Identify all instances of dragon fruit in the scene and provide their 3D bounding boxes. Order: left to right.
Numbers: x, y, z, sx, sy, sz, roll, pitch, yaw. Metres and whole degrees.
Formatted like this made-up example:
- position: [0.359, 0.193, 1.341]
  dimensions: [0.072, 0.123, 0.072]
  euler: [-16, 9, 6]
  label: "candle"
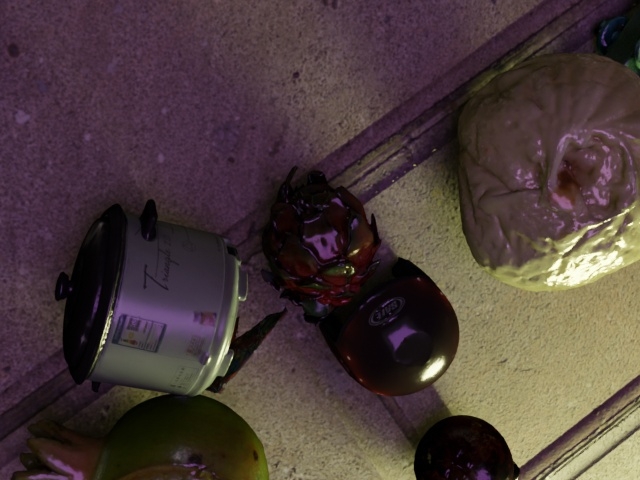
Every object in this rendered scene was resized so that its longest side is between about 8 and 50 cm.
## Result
- position: [0.000, 0.006, 1.367]
  dimensions: [0.182, 0.182, 0.189]
  euler: [-3, 143, -17]
  label: "dragon fruit"

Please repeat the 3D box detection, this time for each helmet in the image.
- position: [0.111, 0.136, 1.436]
  dimensions: [0.189, 0.193, 0.216]
  euler: [-35, 154, -5]
  label: "helmet"

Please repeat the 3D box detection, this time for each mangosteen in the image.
- position: [0.239, 0.367, 1.551]
  dimensions: [0.184, 0.172, 0.173]
  euler: [16, 99, -47]
  label: "mangosteen"

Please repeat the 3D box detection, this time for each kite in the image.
- position: [-0.137, 0.163, 1.362]
  dimensions: [0.232, 0.189, 0.009]
  euler: [-34, 111, 20]
  label: "kite"

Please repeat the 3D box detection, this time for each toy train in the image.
- position: [0.565, -0.339, 1.485]
  dimensions: [0.194, 0.120, 0.298]
  euler: [31, 99, -33]
  label: "toy train"

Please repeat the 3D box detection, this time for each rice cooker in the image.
- position: [-0.237, 0.082, 1.271]
  dimensions: [0.226, 0.241, 0.281]
  euler: [13, 117, -21]
  label: "rice cooker"

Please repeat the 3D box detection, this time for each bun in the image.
- position: [0.353, -0.085, 1.388]
  dimensions: [0.352, 0.227, 0.349]
  euler: [-42, 99, 14]
  label: "bun"

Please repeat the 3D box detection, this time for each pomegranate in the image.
- position: [-0.240, 0.327, 1.343]
  dimensions: [0.358, 0.216, 0.310]
  euler: [26, 123, -10]
  label: "pomegranate"
